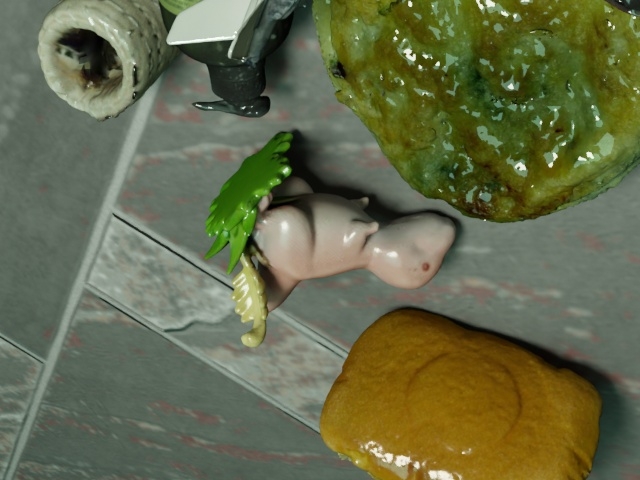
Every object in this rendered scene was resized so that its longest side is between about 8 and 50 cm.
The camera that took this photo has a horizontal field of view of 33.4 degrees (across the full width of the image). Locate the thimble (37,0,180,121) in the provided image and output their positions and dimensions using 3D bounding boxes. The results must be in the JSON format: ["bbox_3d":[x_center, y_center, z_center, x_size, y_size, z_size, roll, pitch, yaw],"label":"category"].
[{"bbox_3d":[-0.172,-0.165,0.880,0.102,0.090,0.115,26,140,6],"label":"thimble"}]

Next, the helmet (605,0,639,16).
[{"bbox_3d":[0.189,-0.210,0.588,0.177,0.107,0.153,22,117,2],"label":"helmet"}]

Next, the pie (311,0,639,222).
[{"bbox_3d":[0.116,-0.129,0.747,0.277,0.078,0.277,16,138,16],"label":"pie"}]

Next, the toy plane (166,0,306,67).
[{"bbox_3d":[-0.004,-0.201,0.677,0.082,0.160,0.234,37,100,3],"label":"toy plane"}]

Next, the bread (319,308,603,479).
[{"bbox_3d":[0.129,0.171,0.984,0.245,0.174,0.121,24,146,21],"label":"bread"}]

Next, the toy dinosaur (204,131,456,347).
[{"bbox_3d":[-0.002,-0.001,0.937,0.194,0.152,0.177,-42,108,8],"label":"toy dinosaur"}]

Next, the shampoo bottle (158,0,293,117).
[{"bbox_3d":[-0.072,-0.203,0.767,0.101,0.101,0.284,15,139,19],"label":"shampoo bottle"}]
